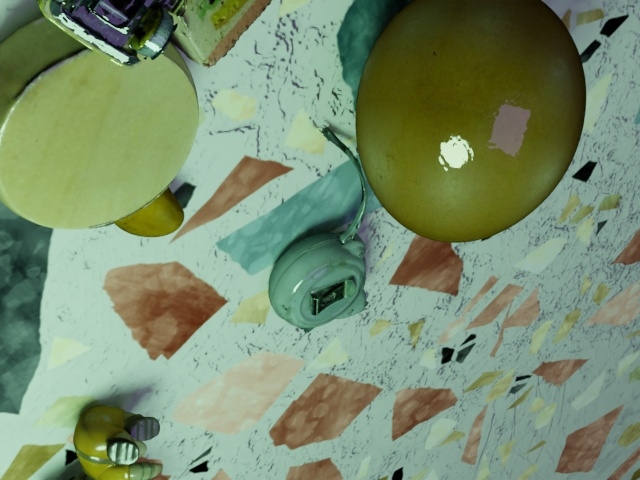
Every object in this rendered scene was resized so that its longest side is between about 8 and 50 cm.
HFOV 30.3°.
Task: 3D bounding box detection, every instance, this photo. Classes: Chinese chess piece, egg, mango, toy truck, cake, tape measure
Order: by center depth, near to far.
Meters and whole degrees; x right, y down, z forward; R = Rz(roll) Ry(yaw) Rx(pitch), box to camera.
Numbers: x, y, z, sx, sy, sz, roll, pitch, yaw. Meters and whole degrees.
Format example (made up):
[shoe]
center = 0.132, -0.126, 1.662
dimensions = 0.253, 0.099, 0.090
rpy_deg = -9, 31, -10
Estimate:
[toy truck]
center = -0.160, -0.310, 1.118
dimensions = 0.124, 0.157, 0.272
rpy_deg = 32, 96, -30
[Chinese chess piece]
center = -0.254, -0.130, 1.273
dimensions = 0.251, 0.097, 0.251
rpy_deg = -22, 138, -22
[cake]
center = -0.099, -0.303, 1.290
dimensions = 0.225, 0.090, 0.109
rpy_deg = -51, 143, -19
[mango]
center = -0.210, -0.041, 1.424
dimensions = 0.080, 0.060, 0.114
rpy_deg = -49, 146, 13
[egg]
center = 0.183, -0.155, 1.474
dimensions = 0.282, 0.282, 0.351
rpy_deg = -16, 135, -30
[tape measure]
center = 0.001, 0.000, 1.628
dimensions = 0.164, 0.084, 0.330
rpy_deg = -30, 142, -22

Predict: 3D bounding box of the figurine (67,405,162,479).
[figurine]
center = -0.306, 0.357, 1.643
dimensions = 0.167, 0.192, 0.257
rpy_deg = 2, 104, -10
